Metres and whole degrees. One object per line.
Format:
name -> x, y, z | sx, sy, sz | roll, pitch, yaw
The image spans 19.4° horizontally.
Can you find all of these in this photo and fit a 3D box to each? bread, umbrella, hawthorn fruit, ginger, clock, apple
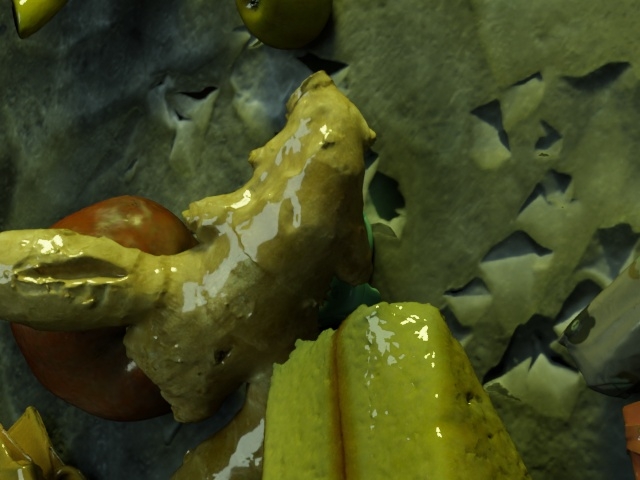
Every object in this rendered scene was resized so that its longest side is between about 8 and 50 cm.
bread -> 0.088, 0.243, 1.401 | 0.233, 0.245, 0.362 | -26, 51, 38
umbrella -> 0.301, -0.013, 1.316 | 0.337, 0.067, 0.073 | -48, 67, 26
hawthorn fruit -> -0.200, 0.068, 1.691 | 0.251, 0.199, 0.199 | -15, 72, 50
ginger -> -0.059, 0.075, 1.533 | 0.348, 0.122, 0.363 | -31, 101, 9
clock -> -0.001, 0.000, 1.611 | 0.108, 0.045, 0.147 | -14, 72, 39
apple -> -0.033, -0.213, 1.664 | 0.089, 0.074, 0.089 | 19, 116, 46

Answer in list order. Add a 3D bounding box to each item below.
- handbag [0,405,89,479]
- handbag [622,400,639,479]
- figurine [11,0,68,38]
handbag -> -0.287, 0.374, 1.754 | 0.283, 0.133, 0.401 | -50, 53, 18
handbag -> 0.305, 0.153, 1.286 | 0.190, 0.063, 0.127 | -21, 68, 36
figurine -> -0.195, -0.366, 1.772 | 0.218, 0.169, 0.327 | -8, 92, 18
